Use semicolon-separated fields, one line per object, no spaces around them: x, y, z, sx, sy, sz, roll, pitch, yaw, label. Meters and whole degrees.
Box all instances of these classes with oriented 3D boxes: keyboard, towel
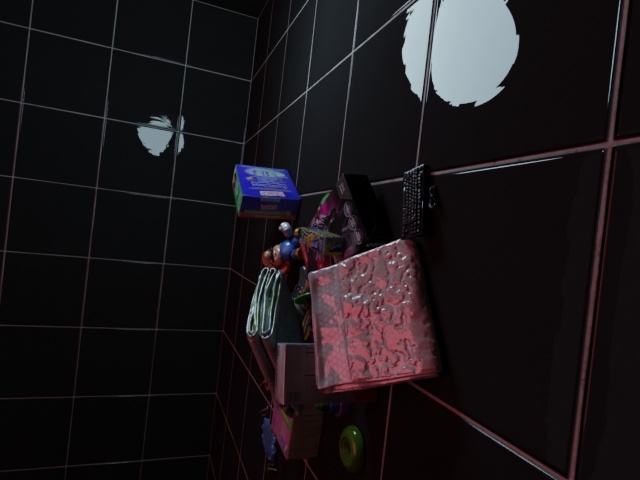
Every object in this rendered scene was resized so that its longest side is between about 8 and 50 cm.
0.232;-0.094;1.021;0.108;0.023;0.180;-16;62;48;keyboard
-0.129;0.313;1.354;0.320;0.090;0.374;-88;-16;-57;towel
0.113;0.181;1.039;0.317;0.053;0.331;-21;58;28;towel

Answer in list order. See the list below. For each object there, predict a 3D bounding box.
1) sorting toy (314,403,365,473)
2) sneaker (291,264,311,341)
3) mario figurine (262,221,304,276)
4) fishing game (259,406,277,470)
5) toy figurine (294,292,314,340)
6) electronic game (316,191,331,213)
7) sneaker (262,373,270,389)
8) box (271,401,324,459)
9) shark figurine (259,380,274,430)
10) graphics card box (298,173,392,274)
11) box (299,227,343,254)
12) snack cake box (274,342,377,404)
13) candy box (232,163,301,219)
0.048;0.608;1.193;0.127;0.126;0.365;118;150;-43;sorting toy
-0.088;0.241;1.646;0.111;0.122;0.299;-162;79;-68;sneaker
-0.163;0.053;1.815;0.321;0.170;0.198;-30;22;55;mario figurine
-0.225;0.887;1.930;0.189;0.041;0.263;128;134;-54;fishing game
-0.012;0.276;1.488;0.173;0.130;0.159;91;167;-68;toy figurine
0.027;-0.061;1.539;0.229;0.048;0.229;-173;90;-69;electronic game
-0.156;0.467;1.723;0.090;0.145;0.269;162;113;-67;sneaker
-0.082;0.604;1.535;0.214;0.118;0.242;-158;76;-68;box
-0.202;0.654;1.839;0.166;0.116;0.277;145;130;-64;shark figurine
0.060;-0.002;1.325;0.371;0.094;0.232;-52;47;48;graphics card box
0.000;0.000;1.273;0.169;0.059;0.054;23;110;60;box
0.017;0.351;1.149;0.089;0.265;0.152;149;125;-66;snack cake box
-0.262;-0.229;2.020;0.317;0.269;0.122;-115;34;-53;candy box
